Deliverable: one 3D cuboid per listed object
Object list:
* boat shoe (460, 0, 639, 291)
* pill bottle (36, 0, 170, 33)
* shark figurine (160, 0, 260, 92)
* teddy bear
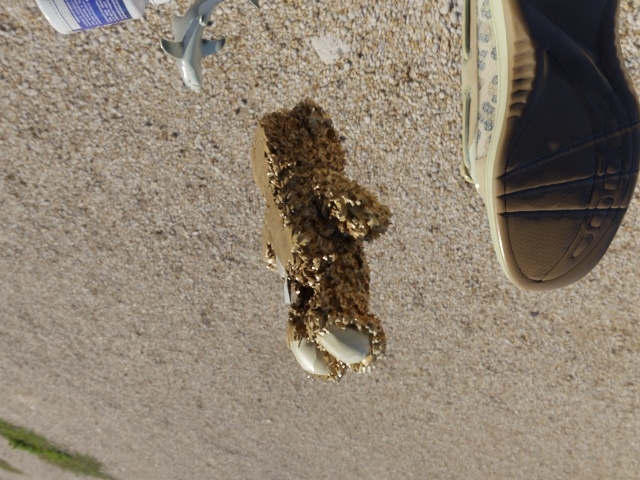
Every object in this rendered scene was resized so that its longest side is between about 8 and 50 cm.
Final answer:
[{"bbox_3d":[0.159,-0.105,0.308,0.104,0.089,0.286,-6,102,-2],"label":"boat shoe"},{"bbox_3d":[-0.347,-0.410,0.661,0.186,0.112,0.112,-16,131,-5],"label":"pill bottle"},{"bbox_3d":[-0.269,-0.484,0.900,0.116,0.166,0.278,44,107,24],"label":"shark figurine"},{"bbox_3d":[0.000,0.000,0.505,0.113,0.338,0.245,-5,143,-22],"label":"teddy bear"}]
